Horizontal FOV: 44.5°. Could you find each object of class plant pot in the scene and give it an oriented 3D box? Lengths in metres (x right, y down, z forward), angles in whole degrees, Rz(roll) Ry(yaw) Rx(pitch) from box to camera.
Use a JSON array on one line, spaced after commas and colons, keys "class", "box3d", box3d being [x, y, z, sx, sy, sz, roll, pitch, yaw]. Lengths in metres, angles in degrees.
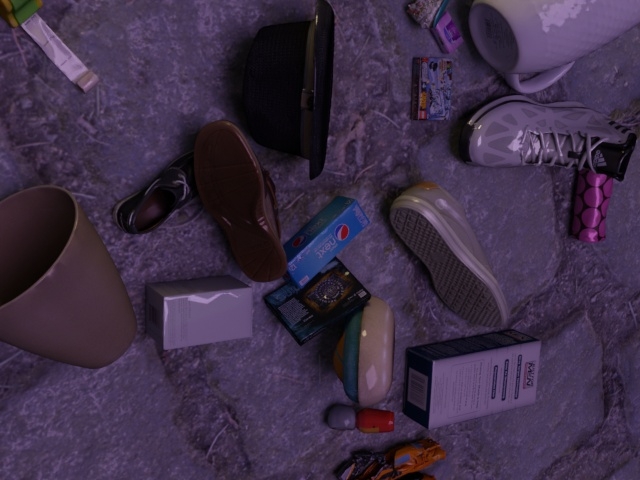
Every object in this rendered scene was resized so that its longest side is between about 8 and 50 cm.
[{"class": "plant pot", "box3d": [-0.431, 0.092, 1.299, 0.256, 0.257, 0.274, -47, 136, -14]}]

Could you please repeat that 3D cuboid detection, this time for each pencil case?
[{"class": "pencil case", "box3d": [0.714, -0.099, 2.036, 0.098, 0.095, 0.209, -6, 106, -47]}]

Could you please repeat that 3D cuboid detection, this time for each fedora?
[{"class": "fedora", "box3d": [-0.059, -0.282, 1.457, 0.153, 0.334, 0.333, 5, 100, 3]}]

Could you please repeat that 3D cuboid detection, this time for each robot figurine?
[{"class": "robot figurine", "box3d": [0.164, 0.581, 1.848, 0.291, 0.085, 0.210, -14, 107, -29]}]

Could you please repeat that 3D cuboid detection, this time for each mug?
[{"class": "mug", "box3d": [0.508, -0.485, 1.739, 0.328, 0.276, 0.374, -32, 146, -14]}]

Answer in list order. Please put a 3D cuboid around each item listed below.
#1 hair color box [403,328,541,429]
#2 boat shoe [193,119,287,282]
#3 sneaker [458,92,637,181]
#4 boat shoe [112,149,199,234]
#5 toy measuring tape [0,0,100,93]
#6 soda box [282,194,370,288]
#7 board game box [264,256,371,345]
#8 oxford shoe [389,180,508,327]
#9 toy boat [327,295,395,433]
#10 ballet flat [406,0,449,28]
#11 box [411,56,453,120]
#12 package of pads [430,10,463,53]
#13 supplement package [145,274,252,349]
[{"class": "hair color box", "box3d": [0.373, 0.333, 1.909, 0.348, 0.105, 0.173, -4, 103, -30]}, {"class": "boat shoe", "box3d": [-0.144, -0.085, 1.489, 0.123, 0.123, 0.341, -15, 121, 12]}, {"class": "sneaker", "box3d": [0.550, -0.231, 1.791, 0.448, 0.257, 0.169, -11, 116, -30]}, {"class": "boat shoe", "box3d": [-0.268, -0.089, 1.438, 0.233, 0.079, 0.084, -40, 118, -21]}, {"class": "toy measuring tape", "box3d": [-0.462, -0.367, 1.234, 0.121, 0.121, 0.330, -47, 120, -15]}, {"class": "soda box", "box3d": [0.000, 0.000, 1.625, 0.210, 0.071, 0.067, -43, 120, -17]}, {"class": "board game box", "box3d": [-0.005, 0.121, 1.626, 0.186, 0.126, 0.026, -31, 154, -22]}, {"class": "oxford shoe", "box3d": [0.315, 0.035, 1.787, 0.449, 0.169, 0.130, 52, 51, -29]}, {"class": "toy boat", "box3d": [0.083, 0.292, 1.679, 0.148, 0.267, 0.318, 1, 119, 8]}, {"class": "ballet flat", "box3d": [0.262, -0.561, 1.653, 0.077, 0.091, 0.240, 30, 85, 12]}, {"class": "box", "box3d": [0.246, -0.334, 1.729, 0.094, 0.027, 0.136, -6, 104, -32]}, {"class": "package of pads", "box3d": [0.275, -0.457, 1.716, 0.050, 0.032, 0.083, -46, 120, -14]}, {"class": "supplement package", "box3d": [-0.231, 0.134, 1.493, 0.179, 0.105, 0.105, -5, 103, -30]}]
